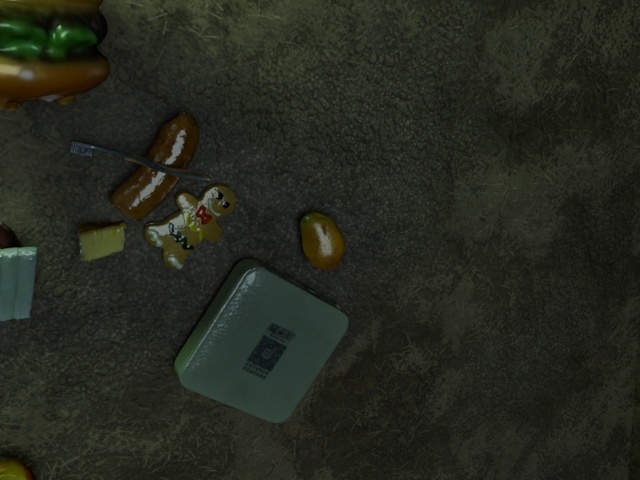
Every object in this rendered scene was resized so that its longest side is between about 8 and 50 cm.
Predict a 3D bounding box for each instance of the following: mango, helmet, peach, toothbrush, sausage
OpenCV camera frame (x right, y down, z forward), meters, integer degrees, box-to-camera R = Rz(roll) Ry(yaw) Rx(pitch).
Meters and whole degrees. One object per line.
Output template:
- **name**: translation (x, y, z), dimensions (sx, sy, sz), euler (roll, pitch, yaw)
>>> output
- **mango**: translation (0.007, 0.000, 1.679), dimensions (0.115, 0.089, 0.165), euler (-12, 109, -11)
- **helmet**: translation (-0.703, 0.009, 1.366), dimensions (0.089, 0.057, 0.111), euler (-44, 120, -3)
- **peach**: translation (-0.738, 0.576, 1.510), dimensions (0.151, 0.118, 0.151), euler (4, 105, 14)
- **toothbrush**: translation (-0.389, -0.170, 1.382), dimensions (0.321, 0.023, 0.031), euler (12, 95, 4)
- **sausage**: translation (-0.362, -0.168, 1.441), dimensions (0.109, 0.109, 0.271), euler (34, 92, -30)

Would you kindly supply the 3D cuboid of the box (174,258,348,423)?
- **box**: translation (-0.149, 0.271, 1.696), dimensions (0.367, 0.090, 0.373), euler (32, 91, -31)

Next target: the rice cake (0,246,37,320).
- **rice cake**: translation (-0.704, 0.095, 1.371), dimensions (0.189, 0.037, 0.198), euler (-3, 130, -22)

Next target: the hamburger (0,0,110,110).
- **hamburger**: translation (-0.556, -0.373, 1.128), dimensions (0.395, 0.395, 0.278), euler (-7, 109, -23)

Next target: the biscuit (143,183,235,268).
- **biscuit**: translation (-0.305, -0.045, 1.547), dimensions (0.240, 0.035, 0.158), euler (-42, 122, -6)

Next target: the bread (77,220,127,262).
- **bread**: translation (-0.492, 0.005, 1.450), dimensions (0.109, 0.080, 0.084), euler (-3, 111, -22)
